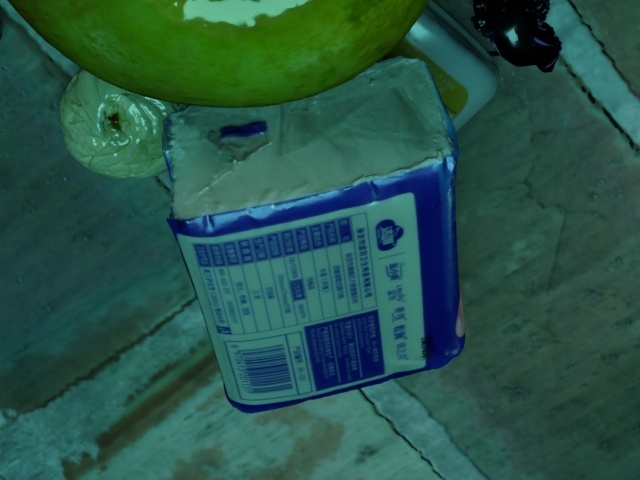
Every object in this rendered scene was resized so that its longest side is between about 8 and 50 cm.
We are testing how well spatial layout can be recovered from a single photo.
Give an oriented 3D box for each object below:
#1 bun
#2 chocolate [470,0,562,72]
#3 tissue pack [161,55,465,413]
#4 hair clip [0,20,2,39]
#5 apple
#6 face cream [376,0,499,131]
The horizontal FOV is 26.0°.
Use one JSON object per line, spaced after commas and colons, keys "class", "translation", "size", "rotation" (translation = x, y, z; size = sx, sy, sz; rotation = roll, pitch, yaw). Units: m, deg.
{"class": "bun", "translation": [-0.157, -0.097, 1.130], "size": [0.115, 0.069, 0.115], "rotation": [1, 118, 1]}
{"class": "chocolate", "translation": [0.146, -0.160, 1.051], "size": [0.072, 0.147, 0.070], "rotation": [19, 119, 0]}
{"class": "tissue pack", "translation": [0.000, 0.000, 1.051], "size": [0.209, 0.137, 0.269], "rotation": [-16, 144, -2]}
{"class": "hair clip", "translation": [-0.264, -0.289, 1.053], "size": [0.083, 0.048, 0.275], "rotation": [15, 115, -1]}
{"class": "apple", "translation": [-0.066, -0.244, 0.883], "size": [0.340, 0.339, 0.339], "rotation": [1, 116, 1]}
{"class": "face cream", "translation": [0.003, -0.077, 1.131], "size": [0.291, 0.071, 0.144], "rotation": [-42, 119, 19]}
